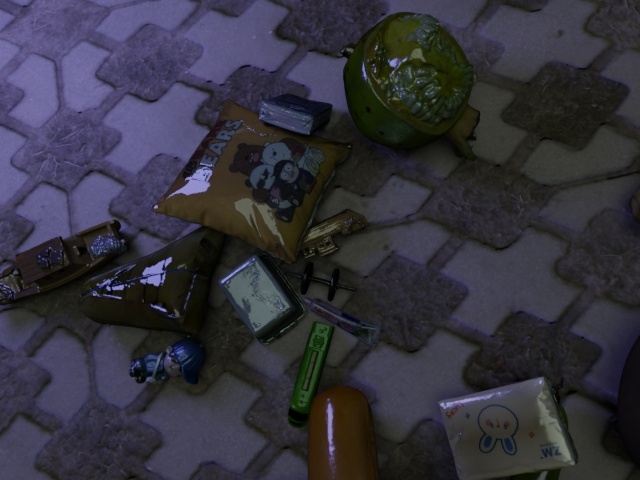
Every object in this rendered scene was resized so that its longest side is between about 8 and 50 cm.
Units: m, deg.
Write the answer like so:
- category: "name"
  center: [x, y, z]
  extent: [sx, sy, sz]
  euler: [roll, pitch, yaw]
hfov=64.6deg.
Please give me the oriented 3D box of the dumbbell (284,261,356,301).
- category: "dumbbell"
  center: [0.000, 0.082, 1.015]
  extent: [0.147, 0.069, 0.069]
  euler: [14, 81, 8]

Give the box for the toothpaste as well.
- category: "toothpaste"
  center: [0.043, 0.159, 1.018]
  extent: [0.170, 0.028, 0.045]
  euler: [28, 89, 7]

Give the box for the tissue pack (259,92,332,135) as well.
- category: "tissue pack"
  center: [-0.048, -0.265, 1.048]
  extent: [0.112, 0.156, 0.051]
  euler: [18, 115, 8]

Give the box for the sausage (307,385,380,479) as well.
- category: "sausage"
  center: [0.039, 0.427, 0.850]
  extent: [0.134, 0.116, 0.354]
  euler: [-26, 44, 25]

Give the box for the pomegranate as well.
- category: "pomegranate"
  center: [0.192, -0.285, 0.996]
  extent: [0.341, 0.260, 0.260]
  euler: [40, 85, -18]

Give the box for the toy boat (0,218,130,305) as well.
- category: "toy boat"
  center: [-0.554, 0.050, 1.052]
  extent: [0.321, 0.121, 0.089]
  euler: [-24, 83, 0]

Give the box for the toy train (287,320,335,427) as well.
- category: "toy train"
  center: [-0.022, 0.266, 0.996]
  extent: [0.044, 0.042, 0.209]
  euler: [15, 81, 9]

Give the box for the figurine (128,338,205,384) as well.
- category: "figurine"
  center: [-0.302, 0.249, 1.017]
  extent: [0.149, 0.086, 0.087]
  euler: [-13, 37, 14]

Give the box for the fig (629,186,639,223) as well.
- category: "fig"
  center: [0.709, -0.073, 0.915]
  extent: [0.230, 0.207, 0.207]
  euler: [-43, 77, 21]

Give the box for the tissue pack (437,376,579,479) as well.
- category: "tissue pack"
  center: [0.326, 0.334, 0.888]
  extent: [0.196, 0.092, 0.148]
  euler: [-23, 65, 22]

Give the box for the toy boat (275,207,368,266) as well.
- category: "toy boat"
  center: [0.000, 0.000, 1.039]
  extent: [0.206, 0.064, 0.072]
  euler: [-26, 96, 3]

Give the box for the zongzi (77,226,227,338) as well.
- category: "zongzi"
  center: [-0.332, 0.042, 1.045]
  extent: [0.260, 0.123, 0.289]
  euler: [5, 64, 13]

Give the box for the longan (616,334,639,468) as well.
- category: "longan"
  center: [0.647, 0.250, 0.826]
  extent: [0.288, 0.288, 0.350]
  euler: [31, 95, 10]

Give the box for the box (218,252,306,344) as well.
- category: "box"
  center: [-0.120, 0.112, 1.009]
  extent: [0.124, 0.093, 0.172]
  euler: [-38, 78, -2]

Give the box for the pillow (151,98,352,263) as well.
- category: "pillow"
  center: [-0.131, -0.130, 1.030]
  extent: [0.312, 0.119, 0.310]
  euler: [22, 70, 11]

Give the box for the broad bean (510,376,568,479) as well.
- category: "broad bean"
  center: [0.397, 0.411, 0.921]
  extent: [0.075, 0.067, 0.325]
  euler: [25, 79, -16]
